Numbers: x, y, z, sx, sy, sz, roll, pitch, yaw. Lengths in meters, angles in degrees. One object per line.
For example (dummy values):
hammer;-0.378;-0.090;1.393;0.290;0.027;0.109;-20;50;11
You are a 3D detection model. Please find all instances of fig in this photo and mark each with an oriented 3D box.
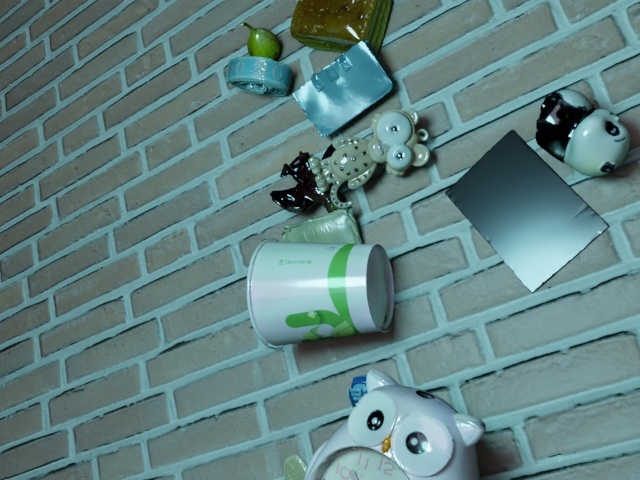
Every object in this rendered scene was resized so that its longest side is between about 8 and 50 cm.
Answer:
fig;-0.150;-0.520;1.888;0.093;0.166;0.093;0;74;0

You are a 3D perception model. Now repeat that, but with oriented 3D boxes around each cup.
cup;0.009;0.110;1.592;0.274;0.253;0.253;-5;75;22

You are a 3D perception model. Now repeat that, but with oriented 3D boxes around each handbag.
handbag;0.057;-0.360;1.732;0.221;0.057;0.144;-31;100;23

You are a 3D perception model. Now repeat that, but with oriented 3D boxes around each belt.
belt;-0.154;-0.418;1.873;0.163;0.147;0.082;10;86;62

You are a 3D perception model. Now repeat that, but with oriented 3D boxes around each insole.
insole;-0.029;0.600;1.615;0.081;0.011;0.248;-34;63;20

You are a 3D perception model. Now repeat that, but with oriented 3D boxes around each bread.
bread;0.050;-0.562;1.797;0.234;0.110;0.184;16;86;35

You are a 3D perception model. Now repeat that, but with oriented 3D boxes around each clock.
clock;0.154;0.466;1.392;0.368;0.250;0.377;21;96;35

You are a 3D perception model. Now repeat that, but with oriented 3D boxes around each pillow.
pillow;0.000;0.000;1.712;0.208;0.053;0.119;-15;98;29

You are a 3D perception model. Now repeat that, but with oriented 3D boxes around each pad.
pad;0.417;-0.066;1.505;0.202;0.005;0.300;-45;59;15

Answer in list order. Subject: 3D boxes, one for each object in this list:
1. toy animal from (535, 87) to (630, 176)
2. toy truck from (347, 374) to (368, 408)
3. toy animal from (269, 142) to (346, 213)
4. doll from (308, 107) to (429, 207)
toy animal;0.508;-0.208;1.405;0.179;0.166;0.138;32;124;23
toy truck;0.104;0.357;1.567;0.063;0.074;0.136;-10;114;32
toy animal;-0.006;-0.135;1.752;0.218;0.116;0.179;-41;90;-2
doll;0.113;-0.189;1.641;0.278;0.119;0.154;-29;88;12
